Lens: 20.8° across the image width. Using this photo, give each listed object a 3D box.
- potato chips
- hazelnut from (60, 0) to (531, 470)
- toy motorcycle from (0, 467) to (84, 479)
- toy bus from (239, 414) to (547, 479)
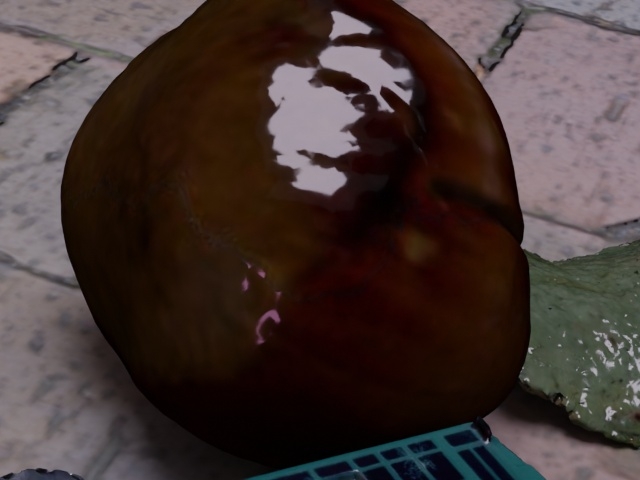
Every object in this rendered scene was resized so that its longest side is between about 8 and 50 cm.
[{"bbox_3d":[0.174,0.025,0.924,0.167,0.059,0.228,4,30,9],"label":"potato chips"},{"bbox_3d":[0.000,0.000,0.794,0.229,0.229,0.229,7,32,-5],"label":"hazelnut"},{"bbox_3d":[-0.037,0.193,0.521,0.239,0.108,0.204,26,38,2],"label":"toy motorcycle"},{"bbox_3d":[0.018,0.130,0.687,0.160,0.079,0.092,-11,36,-27],"label":"toy bus"}]
